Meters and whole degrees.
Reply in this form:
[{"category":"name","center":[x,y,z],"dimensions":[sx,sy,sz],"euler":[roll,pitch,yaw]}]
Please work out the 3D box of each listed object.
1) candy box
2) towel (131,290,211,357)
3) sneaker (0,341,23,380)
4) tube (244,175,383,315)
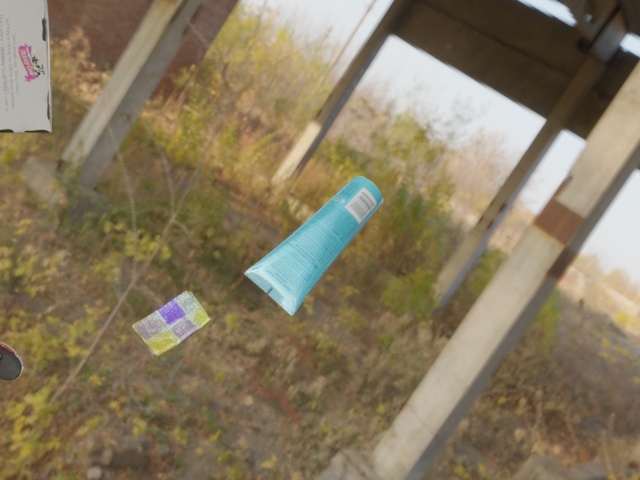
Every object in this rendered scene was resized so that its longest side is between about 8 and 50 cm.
[{"category":"candy box","center":[-0.402,-0.207,0.960],"dimensions":[0.196,0.165,0.070],"euler":[-2,28,-16]},{"category":"towel","center":[-0.180,0.100,1.045],"dimensions":[0.060,0.083,0.009],"euler":[48,-18,33]},{"category":"sneaker","center":[-0.560,0.184,1.417],"dimensions":[0.158,0.061,0.065],"euler":[38,-4,-18]},{"category":"tube","center":[0.000,0.000,1.114],"dimensions":[0.080,0.207,0.052],"euler":[38,-27,13]}]
